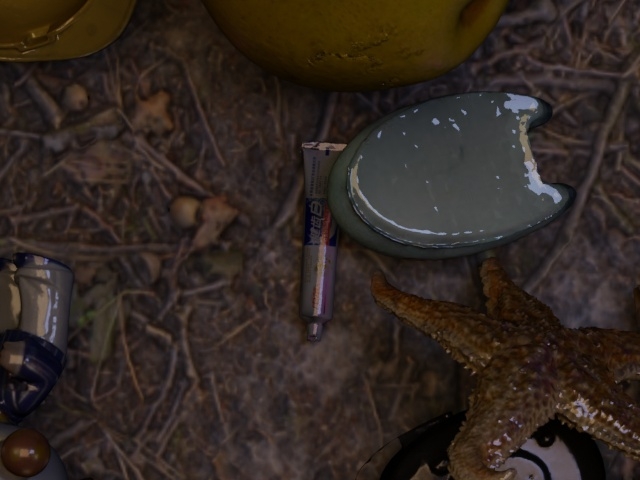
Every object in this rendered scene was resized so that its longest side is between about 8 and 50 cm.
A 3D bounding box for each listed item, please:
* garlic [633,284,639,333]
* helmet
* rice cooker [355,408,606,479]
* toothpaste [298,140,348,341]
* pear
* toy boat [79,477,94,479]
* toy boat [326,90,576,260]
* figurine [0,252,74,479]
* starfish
[{"bbox_3d":[0.325,0.072,1.528,0.152,0.066,0.084,21,82,7],"label":"garlic"},{"bbox_3d":[-0.264,-0.266,1.563,0.257,0.140,0.205,14,117,-4],"label":"helmet"},{"bbox_3d":[0.130,0.202,1.496,0.203,0.118,0.142,-24,84,-3],"label":"rice cooker"},{"bbox_3d":[0.000,0.000,1.573,0.045,0.028,0.169,4,81,4],"label":"toothpaste"},{"bbox_3d":[0.005,-0.270,1.479,0.336,0.285,0.285,41,86,1],"label":"pear"},{"bbox_3d":[-0.113,0.232,1.525,0.186,0.075,0.077,-1,85,8],"label":"toy boat"},{"bbox_3d":[0.104,-0.051,1.559,0.208,0.079,0.134,-15,87,-13],"label":"toy boat"},{"bbox_3d":[-0.263,0.152,1.526,0.194,0.133,0.274,-33,47,37],"label":"figurine"},{"bbox_3d":[0.176,0.088,1.444,0.299,0.060,0.302,-16,43,-35],"label":"starfish"}]
